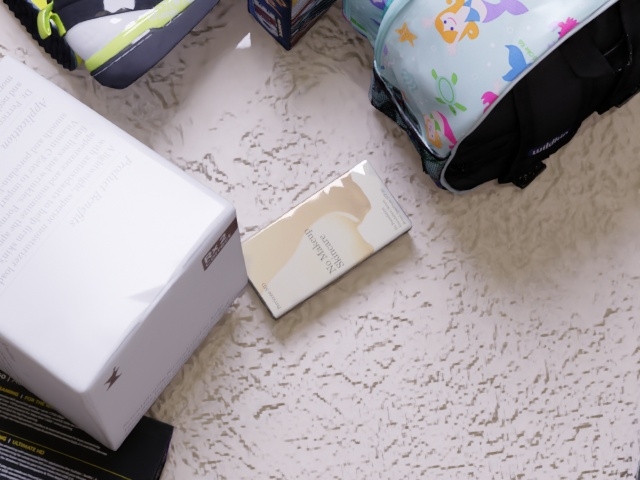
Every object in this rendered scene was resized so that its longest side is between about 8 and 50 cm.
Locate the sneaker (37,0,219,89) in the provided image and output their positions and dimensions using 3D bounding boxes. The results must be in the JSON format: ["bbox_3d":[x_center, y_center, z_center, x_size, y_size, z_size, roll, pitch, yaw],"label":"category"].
[{"bbox_3d":[-0.094,-0.203,1.247,0.097,0.084,0.235,47,62,-10],"label":"sneaker"}]

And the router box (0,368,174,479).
[{"bbox_3d":[-0.201,0.153,1.228,0.178,0.046,0.133,21,47,1],"label":"router box"}]

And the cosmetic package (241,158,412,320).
[{"bbox_3d":[0.000,0.000,1.283,0.115,0.041,0.060,-35,87,-4],"label":"cosmetic package"}]

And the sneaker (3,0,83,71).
[{"bbox_3d":[-0.206,-0.216,1.292,0.082,0.069,0.209,-41,87,-16],"label":"sneaker"}]

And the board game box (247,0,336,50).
[{"bbox_3d":[0.046,-0.243,1.247,0.042,0.165,0.243,42,84,3],"label":"board game box"}]

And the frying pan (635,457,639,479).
[{"bbox_3d":[0.277,0.229,1.263,0.197,0.053,0.326,30,86,2],"label":"frying pan"}]

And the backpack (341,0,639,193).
[{"bbox_3d":[0.129,-0.155,1.195,0.225,0.253,0.191,-37,86,-4],"label":"backpack"}]

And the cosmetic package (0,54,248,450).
[{"bbox_3d":[-0.165,0.011,1.198,0.183,0.151,0.151,35,74,13],"label":"cosmetic package"}]
